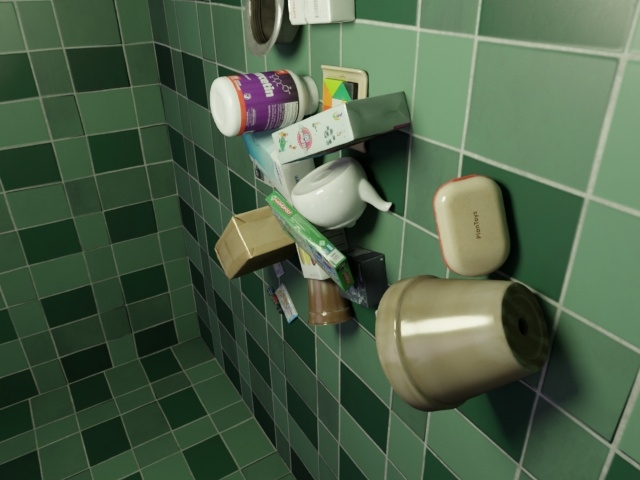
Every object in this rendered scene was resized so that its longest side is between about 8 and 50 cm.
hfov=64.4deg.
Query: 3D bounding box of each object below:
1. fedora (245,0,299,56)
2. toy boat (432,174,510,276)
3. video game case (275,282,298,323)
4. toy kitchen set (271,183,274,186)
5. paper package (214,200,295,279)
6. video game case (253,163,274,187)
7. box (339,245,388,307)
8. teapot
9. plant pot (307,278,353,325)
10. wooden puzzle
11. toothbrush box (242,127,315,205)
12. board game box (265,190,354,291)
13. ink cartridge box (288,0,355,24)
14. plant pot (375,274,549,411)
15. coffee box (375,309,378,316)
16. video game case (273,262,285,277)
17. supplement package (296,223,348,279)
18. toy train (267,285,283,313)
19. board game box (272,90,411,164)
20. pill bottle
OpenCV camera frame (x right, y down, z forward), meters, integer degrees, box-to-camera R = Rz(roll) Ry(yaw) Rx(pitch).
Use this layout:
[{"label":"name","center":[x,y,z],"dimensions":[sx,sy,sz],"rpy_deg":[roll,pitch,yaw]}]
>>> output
[{"label":"fedora","center":[-0.140,-0.723,1.614],"dimensions":[0.244,0.124,0.275],"rpy_deg":[19,113,55]},{"label":"toy boat","center":[0.335,-0.034,1.162],"dimensions":[0.151,0.151,0.230],"rpy_deg":[-88,-14,-81]},{"label":"video game case","center":[-0.158,0.290,2.345],"dimensions":[0.166,0.015,0.119],"rpy_deg":[65,151,15]},{"label":"toy kitchen set","center":[-0.179,-0.257,2.005],"dimensions":[0.083,0.075,0.068],"rpy_deg":[18,120,53]},{"label":"paper package","center":[-0.215,-0.005,1.963],"dimensions":[0.168,0.310,0.325],"rpy_deg":[65,152,9]},{"label":"video game case","center":[-0.240,-0.334,2.134],"dimensions":[0.173,0.022,0.190],"rpy_deg":[32,133,51]},{"label":"box","center":[0.131,0.113,1.633],"dimensions":[0.158,0.093,0.155],"rpy_deg":[16,119,57]},{"label":"teapot","center":[0.044,-0.118,1.538],"dimensions":[0.187,0.253,0.256],"rpy_deg":[58,177,-23]},{"label":"plant pot","center":[0.026,0.205,1.821],"dimensions":[0.167,0.167,0.165],"rpy_deg":[-2,96,62]},{"label":"wooden puzzle","center":[0.062,-0.395,1.522],"dimensions":[0.221,0.044,0.238],"rpy_deg":[32,132,51]},{"label":"toothbrush box","center":[-0.146,-0.299,1.784],"dimensions":[0.295,0.126,0.216],"rpy_deg":[49,164,33]},{"label":"board game box","center":[-0.030,0.005,1.555],"dimensions":[0.317,0.046,0.213],"rpy_deg":[44,171,24]},{"label":"ink cartridge box","center":[-0.002,-0.690,1.419],"dimensions":[0.218,0.092,0.158],"rpy_deg":[29,130,51]},{"label":"plant pot","center":[0.334,0.215,1.143],"dimensions":[0.280,0.323,0.322],"rpy_deg":[-21,86,46]},{"label":"coffee box","center":[0.275,0.277,1.456],"dimensions":[0.247,0.098,0.141],"rpy_deg":[11,116,59]},{"label":"video game case","center":[-0.199,0.103,2.318],"dimensions":[0.122,0.011,0.087],"rpy_deg":[67,152,10]},{"label":"supplement package","center":[0.000,0.000,1.762],"dimensions":[0.139,0.134,0.243],"rpy_deg":[-2,104,62]},{"label":"toy train","center":[-0.216,0.280,2.433],"dimensions":[0.158,0.027,0.036],"rpy_deg":[58,146,25]},{"label":"board game box","center":[0.051,-0.294,1.351],"dimensions":[0.303,0.224,0.097],"rpy_deg":[-7,101,51]},{"label":"pill bottle","center":[-0.174,-0.444,1.622],"dimensions":[0.181,0.323,0.181],"rpy_deg":[38,137,47]}]
